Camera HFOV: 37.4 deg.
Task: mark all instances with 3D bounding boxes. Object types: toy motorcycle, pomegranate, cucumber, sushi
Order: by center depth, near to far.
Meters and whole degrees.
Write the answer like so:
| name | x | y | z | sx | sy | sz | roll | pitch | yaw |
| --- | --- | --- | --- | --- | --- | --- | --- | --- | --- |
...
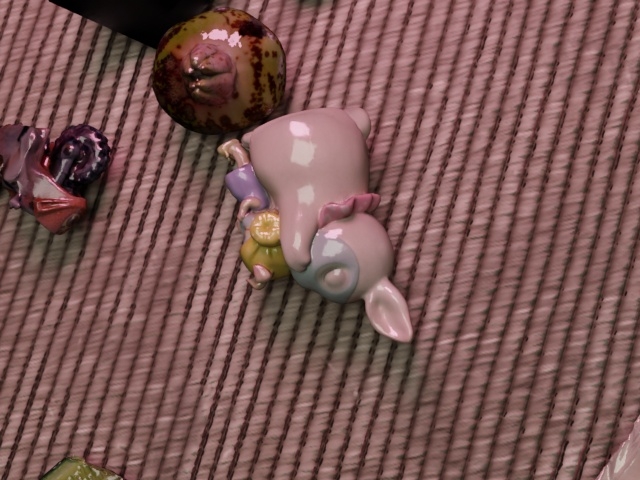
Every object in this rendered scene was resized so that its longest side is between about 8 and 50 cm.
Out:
| name | x | y | z | sx | sy | sz | roll | pitch | yaw |
| --- | --- | --- | --- | --- | --- | --- | --- | --- | --- |
| pomegranate | -0.103 | -0.159 | 0.951 | 0.138 | 0.126 | 0.163 | -6 | 36 | 6 |
| cucumber | -0.291 | 0.296 | 0.971 | 0.220 | 0.046 | 0.070 | -44 | 73 | 1 |
| sushi | -0.191 | -0.332 | 1.000 | 0.172 | 0.153 | 0.150 | -41 | 55 | 25 |
| toy motorcycle | -0.325 | -0.067 | 1.016 | 0.212 | 0.084 | 0.118 | 2 | 83 | 20 |

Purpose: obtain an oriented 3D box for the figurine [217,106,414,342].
| name | x | y | z | sx | sy | sz | roll | pitch | yaw |
| --- | --- | --- | --- | --- | --- | --- | --- | --- | --- |
| figurine | 0.000 | 0.000 | 0.914 | 0.155 | 0.127 | 0.236 | -14 | 81 | -9 |

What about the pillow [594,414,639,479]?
| name | x | y | z | sx | sy | sz | roll | pitch | yaw |
| --- | --- | --- | --- | --- | --- | --- | --- | --- | --- |
| pillow | 0.310 | 0.230 | 0.846 | 0.128 | 0.051 | 0.229 | 33 | 91 | 7 |
